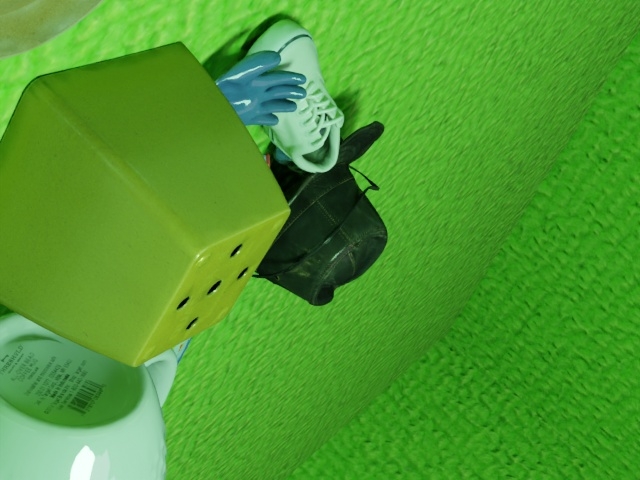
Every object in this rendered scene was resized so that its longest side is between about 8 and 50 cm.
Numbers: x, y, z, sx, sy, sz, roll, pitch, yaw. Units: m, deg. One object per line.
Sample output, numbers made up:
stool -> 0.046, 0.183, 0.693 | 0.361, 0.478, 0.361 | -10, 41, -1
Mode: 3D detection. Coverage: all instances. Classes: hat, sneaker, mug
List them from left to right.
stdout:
mug -> -0.264, 0.224, 1.391 | 0.374, 0.276, 0.328 | -39, 156, -54
sneaker -> -0.021, -0.101, 1.687 | 0.058, 0.052, 0.135 | -51, 166, 26
sneaker -> -0.017, -0.148, 1.486 | 0.094, 0.091, 0.258 | -47, 164, -6
hat -> 0.000, 0.000, 1.746 | 0.331, 0.134, 0.331 | -44, 178, -2

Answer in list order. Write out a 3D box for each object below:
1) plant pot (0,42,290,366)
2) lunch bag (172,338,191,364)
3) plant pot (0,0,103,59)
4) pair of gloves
plant pot -> -0.156, -0.018, 1.222 | 0.212, 0.187, 0.212 | -28, 156, -55
lunch bag -> -0.210, 0.117, 1.604 | 0.151, 0.096, 0.129 | -43, 168, 21
plant pot -> -0.178, -0.223, 0.938 | 0.236, 0.032, 0.236 | -44, 165, -15
pair of gloves -> -0.099, -0.106, 1.385 | 0.159, 0.023, 0.198 | -6, 137, -35
